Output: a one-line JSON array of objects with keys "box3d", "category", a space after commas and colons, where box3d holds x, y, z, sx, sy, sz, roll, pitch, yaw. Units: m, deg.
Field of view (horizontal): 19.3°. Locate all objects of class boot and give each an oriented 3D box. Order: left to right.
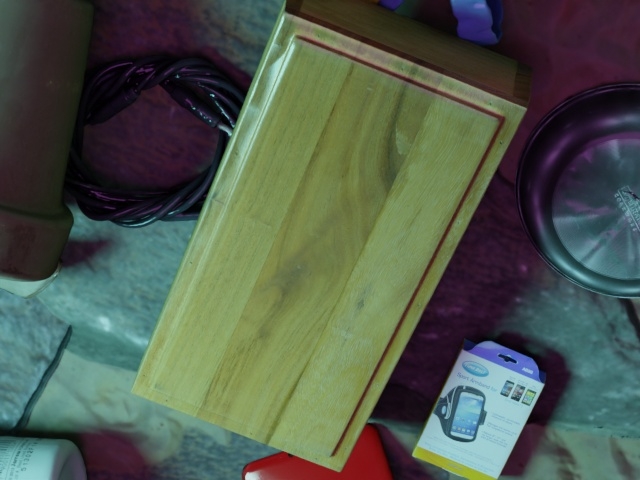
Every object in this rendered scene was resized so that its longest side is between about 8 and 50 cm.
[{"box3d": [-0.291, 0.015, 1.675, 0.087, 0.042, 0.118, 35, 149, -24], "category": "boot"}]

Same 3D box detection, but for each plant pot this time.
[{"box3d": [-0.297, -0.121, 1.545, 0.263, 0.263, 0.229, 25, 99, -1], "category": "plant pot"}]

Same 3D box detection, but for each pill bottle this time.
[{"box3d": [-0.344, 0.246, 1.759, 0.229, 0.131, 0.131, 2, 114, 9], "category": "pill bottle"}]

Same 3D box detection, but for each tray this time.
[{"box3d": [0.000, 0.000, 1.563, 0.202, 0.076, 0.411, 21, 124, -5], "category": "tray"}]

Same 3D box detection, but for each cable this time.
[{"box3d": [-0.151, -0.086, 1.627, 0.184, 0.047, 0.151, 0, 113, 11], "category": "cable"}]

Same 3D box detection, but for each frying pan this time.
[{"box3d": [0.323, -0.037, 1.568, 0.326, 0.053, 0.197, -2, 114, 14], "category": "frying pan"}]

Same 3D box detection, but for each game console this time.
[{"box3d": [0.016, 0.253, 1.764, 0.144, 0.085, 0.124, -20, 139, 18], "category": "game console"}]

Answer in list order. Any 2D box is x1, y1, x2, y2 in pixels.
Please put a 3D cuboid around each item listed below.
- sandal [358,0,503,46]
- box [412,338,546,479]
[{"box3d": [0.151, -0.268, 1.460, 0.138, 0.126, 0.317, 39, 123, -9], "category": "sandal"}, {"box3d": [0.145, 0.150, 1.689, 0.081, 0.028, 0.136, 23, 113, 0], "category": "box"}]
